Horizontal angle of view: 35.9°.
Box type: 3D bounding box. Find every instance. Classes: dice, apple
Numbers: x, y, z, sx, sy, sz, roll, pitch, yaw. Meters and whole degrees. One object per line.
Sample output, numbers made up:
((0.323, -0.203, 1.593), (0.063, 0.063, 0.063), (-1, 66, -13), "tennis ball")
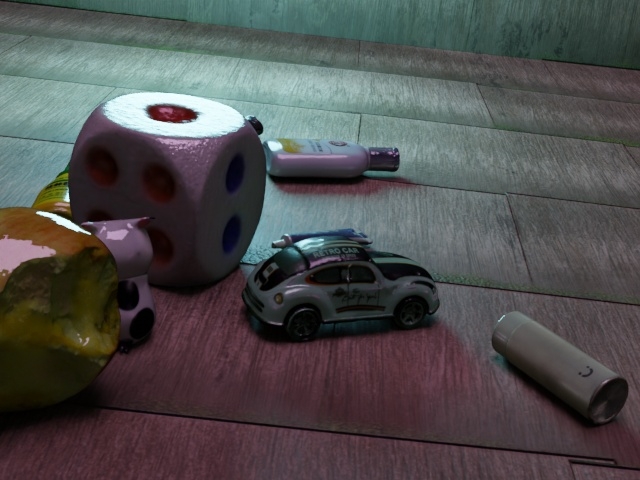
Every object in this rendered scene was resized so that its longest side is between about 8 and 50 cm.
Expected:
((-0.246, -0.087, 1.600), (0.259, 0.251, 0.243), (16, 26, 22), "dice")
((-0.365, 0.090, 1.163), (0.246, 0.246, 0.226), (17, 33, 25), "apple")

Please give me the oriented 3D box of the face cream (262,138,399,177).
((0.025, -0.174, 2.104), (0.291, 0.071, 0.144), (1, 23, -13), "face cream")

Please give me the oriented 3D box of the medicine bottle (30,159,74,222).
((-0.446, -0.083, 1.765), (0.111, 0.076, 0.309), (4, 22, -7), "medicine bottle")

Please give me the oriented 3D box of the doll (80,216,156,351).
((-0.281, 0.055, 1.359), (0.110, 0.181, 0.107), (-7, 13, -26), "doll")

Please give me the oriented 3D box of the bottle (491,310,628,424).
((0.324, 0.170, 1.354), (0.072, 0.072, 0.201), (-8, 26, -30), "bottle")

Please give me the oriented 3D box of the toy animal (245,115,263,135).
((-0.254, -0.142, 1.822), (0.343, 0.168, 0.106), (-1, 17, 23), "toy animal")

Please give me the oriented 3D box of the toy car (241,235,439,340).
((0.037, 0.059, 1.482), (0.305, 0.125, 0.136), (-5, 24, -21), "toy car")

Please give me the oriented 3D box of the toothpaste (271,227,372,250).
((0.000, 0.000, 1.730), (0.197, 0.035, 0.057), (-6, 31, -33), "toothpaste")
